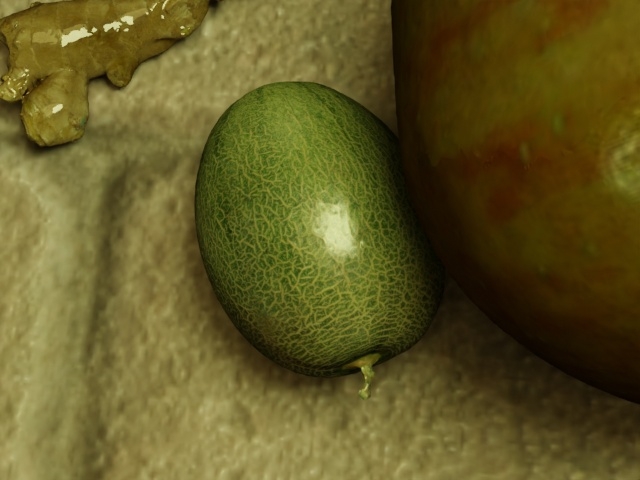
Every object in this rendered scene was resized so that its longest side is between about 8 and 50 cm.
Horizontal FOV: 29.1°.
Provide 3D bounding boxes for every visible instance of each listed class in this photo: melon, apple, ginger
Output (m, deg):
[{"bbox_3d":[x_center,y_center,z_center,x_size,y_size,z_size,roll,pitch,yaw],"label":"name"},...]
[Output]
[{"bbox_3d":[0.000,0.000,0.702,0.139,0.139,0.192,-17,69,-7],"label":"melon"},{"bbox_3d":[0.213,-0.095,0.621,0.400,0.333,0.400,22,58,-41],"label":"apple"},{"bbox_3d":[-0.122,-0.160,0.792,0.176,0.052,0.193,-9,72,1],"label":"ginger"}]
